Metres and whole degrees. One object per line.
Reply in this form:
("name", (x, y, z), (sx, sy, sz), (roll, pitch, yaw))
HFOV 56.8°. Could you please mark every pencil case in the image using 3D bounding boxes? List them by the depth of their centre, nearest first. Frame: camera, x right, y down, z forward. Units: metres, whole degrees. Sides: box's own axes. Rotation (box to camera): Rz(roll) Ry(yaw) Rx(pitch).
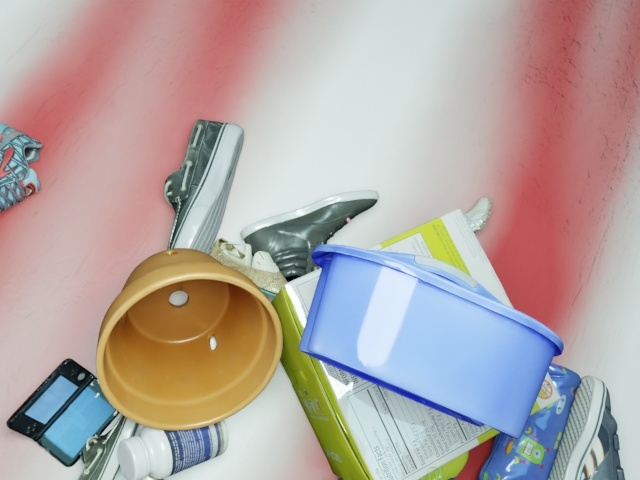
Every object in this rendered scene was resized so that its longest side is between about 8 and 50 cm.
("pencil case", (0.404, 0.375, 1.158), (0.133, 0.119, 0.306), (27, 70, 1))

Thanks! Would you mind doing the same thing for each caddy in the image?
("caddy", (0.133, 0.111, 0.762), (0.341, 0.241, 0.179), (24, 78, -3))

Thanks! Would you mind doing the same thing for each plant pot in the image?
("plant pot", (-0.229, 0.142, 1.012), (0.290, 0.203, 0.291), (-8, 116, -17))

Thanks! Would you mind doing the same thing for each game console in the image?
("game console", (-0.438, 0.299, 1.028), (0.085, 0.124, 0.144), (29, 67, 26))

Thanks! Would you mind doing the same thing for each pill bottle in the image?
("pill bottle", (-0.251, 0.348, 1.012), (0.169, 0.094, 0.094), (-9, 74, -42))

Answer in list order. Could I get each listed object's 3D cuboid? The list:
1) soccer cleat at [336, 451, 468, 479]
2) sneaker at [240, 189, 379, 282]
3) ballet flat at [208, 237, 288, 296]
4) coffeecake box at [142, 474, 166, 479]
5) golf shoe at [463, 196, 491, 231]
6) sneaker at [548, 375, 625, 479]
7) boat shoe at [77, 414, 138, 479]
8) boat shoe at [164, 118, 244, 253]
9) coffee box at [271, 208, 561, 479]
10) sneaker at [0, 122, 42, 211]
("soccer cleat", (0.157, 0.440, 1.086), (0.289, 0.121, 0.094), (-15, 77, -16))
("sneaker", (0.000, 0.000, 1.201), (0.295, 0.104, 0.147), (-20, 80, -11))
("ballet flat", (-0.135, 0.045, 1.124), (0.206, 0.073, 0.067), (20, 101, 29))
("coffeecake box", (-0.293, 0.508, 1.001), (0.142, 0.068, 0.186), (30, 71, -3))
("golf shoe", (0.310, -0.038, 1.294), (0.086, 0.069, 0.176), (33, 69, 6))
("sneaker", (0.528, 0.436, 1.166), (0.127, 0.126, 0.321), (21, 81, 0))
("boat shoe", (-0.377, 0.373, 1.019), (0.070, 0.078, 0.219), (25, 72, -5))
("boat shoe", (-0.251, -0.094, 1.179), (0.119, 0.121, 0.335), (13, 63, 4))
("coffee box", (0.123, 0.196, 1.038), (0.334, 0.338, 0.338), (-23, 80, -16))
("sneaker", (-0.584, -0.109, 1.088), (0.125, 0.104, 0.262), (18, 53, -23))
